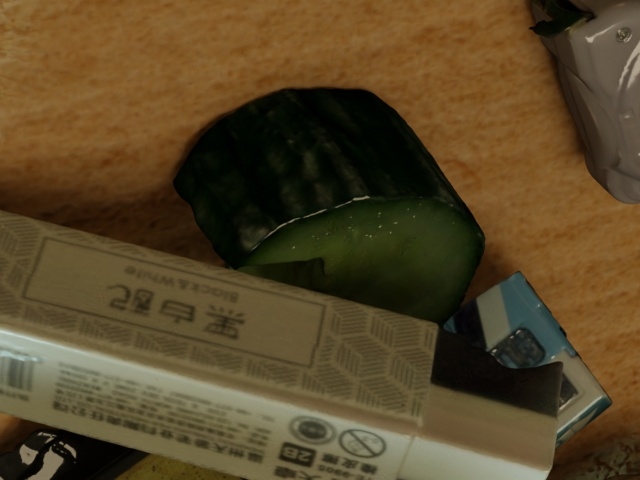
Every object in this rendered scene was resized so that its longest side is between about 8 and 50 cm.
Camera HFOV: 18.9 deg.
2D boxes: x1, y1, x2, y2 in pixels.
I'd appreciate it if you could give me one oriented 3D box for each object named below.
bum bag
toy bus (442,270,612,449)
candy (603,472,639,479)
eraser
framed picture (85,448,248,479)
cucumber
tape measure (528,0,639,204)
[{"bbox_3d":[-0.149,0.180,1.361,0.197,0.049,0.087,17,117,-34],"label":"bum bag"},{"bbox_3d":[0.060,0.154,1.376,0.297,0.131,0.106,-40,167,4],"label":"toy bus"},{"bbox_3d":[0.263,0.322,1.549,0.295,0.185,0.295,-38,145,-34],"label":"candy"},{"bbox_3d":[-0.058,0.079,1.185,0.404,0.096,0.098,15,139,-3],"label":"eraser"},{"bbox_3d":[-0.072,0.303,1.338,0.255,0.014,0.339,-36,103,18],"label":"framed picture"},{"bbox_3d":[0.010,0.000,1.283,0.191,0.130,0.191,-12,130,-14],"label":"cucumber"},{"bbox_3d":[0.252,-0.124,1.328,0.178,0.105,0.196,-35,128,-3],"label":"tape measure"}]
